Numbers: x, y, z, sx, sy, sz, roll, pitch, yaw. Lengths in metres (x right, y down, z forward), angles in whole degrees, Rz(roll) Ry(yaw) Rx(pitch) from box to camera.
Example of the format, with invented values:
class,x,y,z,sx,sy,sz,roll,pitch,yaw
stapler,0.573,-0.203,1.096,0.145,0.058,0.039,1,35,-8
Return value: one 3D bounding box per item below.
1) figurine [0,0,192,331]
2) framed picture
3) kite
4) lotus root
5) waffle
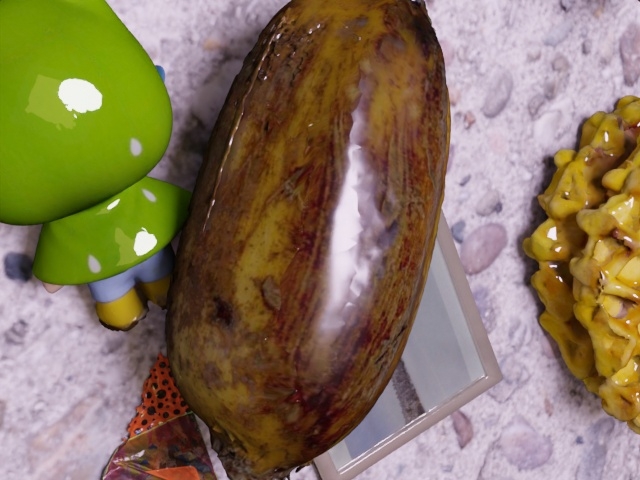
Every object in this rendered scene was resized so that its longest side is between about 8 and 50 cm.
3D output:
class,x,y,z,sx,sy,sz,roll,pitch,yaw
figurine,-0.171,-0.055,0.614,0.162,0.143,0.263,-23,121,-5
framed picture,0.043,0.061,0.801,0.213,0.016,0.289,-29,110,-19
kite,-0.131,0.207,0.747,0.125,0.008,0.222,29,86,-27
lotus root,0.000,0.000,0.650,0.196,0.179,0.397,23,83,-61
waffle,0.345,0.023,0.874,0.261,0.151,0.324,-24,107,-24
